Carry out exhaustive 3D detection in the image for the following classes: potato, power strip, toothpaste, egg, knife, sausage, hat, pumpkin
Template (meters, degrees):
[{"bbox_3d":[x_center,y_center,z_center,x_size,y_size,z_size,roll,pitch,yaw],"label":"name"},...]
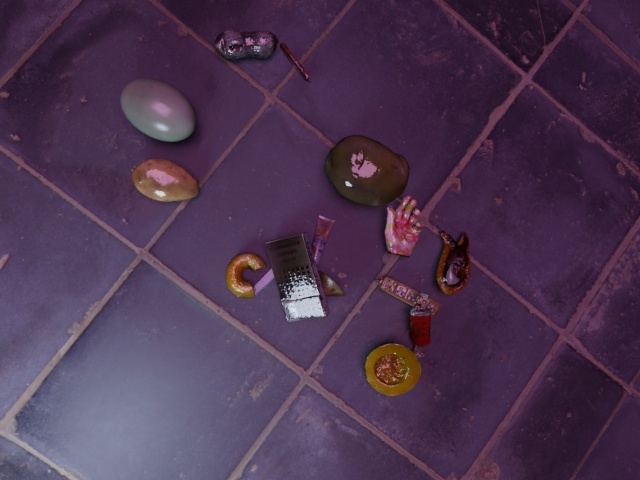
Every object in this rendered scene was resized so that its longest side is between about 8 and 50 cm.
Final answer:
[{"bbox_3d":[0.179,-0.261,1.580,0.326,0.221,0.243,26,83,-10],"label":"potato"},{"bbox_3d":[0.359,0.225,1.674,0.305,0.044,0.064,28,86,-5],"label":"power strip"},{"bbox_3d":[0.000,0.000,1.641,0.067,0.043,0.194,17,80,-3],"label":"toothpaste"},{"bbox_3d":[-0.582,-0.228,1.538,0.234,0.128,0.161,-5,104,-12],"label":"potato"},{"bbox_3d":[-0.592,-0.478,1.499,0.282,0.203,0.203,27,85,0],"label":"egg"},{"bbox_3d":[-0.172,0.110,1.627,0.044,0.019,0.313,44,86,-5],"label":"knife"},{"bbox_3d":[-0.102,-0.726,1.659,0.198,0.025,0.028,51,51,-4],"label":"sausage"},{"bbox_3d":[0.018,0.189,1.578,0.146,0.146,0.067,43,76,-4],"label":"hat"},{"bbox_3d":[0.278,0.496,1.632,0.217,0.110,0.217,0,99,-2],"label":"pumpkin"}]

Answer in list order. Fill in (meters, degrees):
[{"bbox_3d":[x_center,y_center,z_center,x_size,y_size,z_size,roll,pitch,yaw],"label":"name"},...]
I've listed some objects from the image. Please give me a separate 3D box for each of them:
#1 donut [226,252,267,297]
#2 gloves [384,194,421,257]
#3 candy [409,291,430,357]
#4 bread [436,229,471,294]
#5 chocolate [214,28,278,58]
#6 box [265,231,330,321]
[{"bbox_3d":[-0.296,0.129,1.579,0.146,0.078,0.181,22,82,-4],"label":"donut"},{"bbox_3d":[0.334,-0.060,1.646,0.145,0.126,0.241,13,89,18],"label":"gloves"},{"bbox_3d":[0.402,0.348,1.649,0.086,0.059,0.292,-4,106,1],"label":"candy"},{"bbox_3d":[0.548,0.092,1.686,0.139,0.095,0.269,9,73,-9],"label":"bread"},{"bbox_3d":[-0.290,-0.768,1.599,0.248,0.110,0.110,-2,88,-10],"label":"chocolate"},{"bbox_3d":[-0.090,0.144,1.564,0.180,0.047,0.325,-14,94,27],"label":"box"}]
